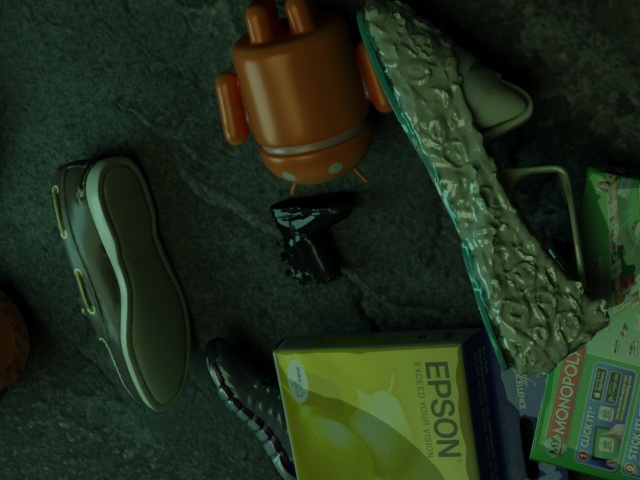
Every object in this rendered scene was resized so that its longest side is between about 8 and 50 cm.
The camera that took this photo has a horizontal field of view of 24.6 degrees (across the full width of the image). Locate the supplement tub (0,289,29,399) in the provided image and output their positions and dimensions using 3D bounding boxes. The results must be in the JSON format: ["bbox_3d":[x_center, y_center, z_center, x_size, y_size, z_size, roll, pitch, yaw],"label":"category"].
[{"bbox_3d":[-0.545,0.173,1.975,0.316,0.193,0.193,-25,103,36],"label":"supplement tub"}]

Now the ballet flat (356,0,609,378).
[{"bbox_3d":[0.171,-0.069,1.445,0.147,0.147,0.408,-27,81,37],"label":"ballet flat"}]

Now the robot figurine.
[{"bbox_3d":[-0.015,-0.153,1.530,0.128,0.158,0.219,20,131,55],"label":"robot figurine"}]

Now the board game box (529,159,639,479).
[{"bbox_3d":[0.343,0.096,1.463,0.214,0.046,0.317,14,108,17],"label":"board game box"}]

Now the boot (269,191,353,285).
[{"bbox_3d":[0.000,0.000,1.662,0.121,0.045,0.099,-5,112,39],"label":"boot"}]

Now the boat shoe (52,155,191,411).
[{"bbox_3d":[-0.245,0.055,1.791,0.097,0.116,0.324,0,113,35],"label":"boat shoe"}]

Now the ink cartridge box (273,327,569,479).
[{"bbox_3d":[0.120,0.249,1.666,0.307,0.072,0.303,-4,106,22],"label":"ink cartridge box"}]

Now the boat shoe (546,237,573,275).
[{"bbox_3d":[0.291,0.051,1.520,0.152,0.056,0.049,29,132,12],"label":"boat shoe"}]

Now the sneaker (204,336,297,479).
[{"bbox_3d":[-0.048,0.195,1.794,0.098,0.083,0.223,-29,108,20],"label":"sneaker"}]
